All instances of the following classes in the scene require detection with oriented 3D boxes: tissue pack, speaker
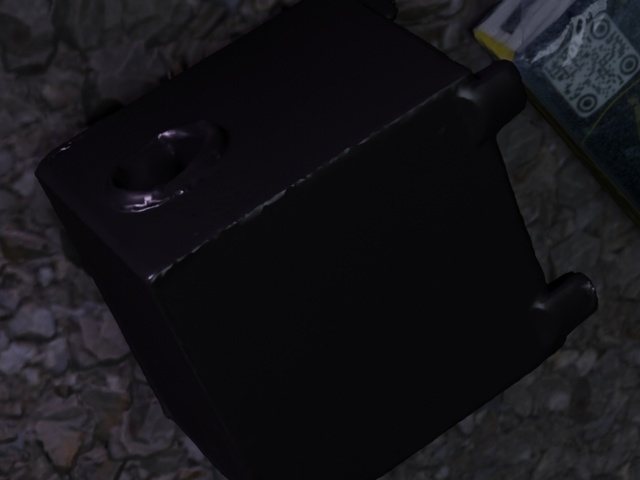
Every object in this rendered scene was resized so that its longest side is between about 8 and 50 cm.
[{"bbox_3d":[0.246,-0.119,1.292,0.185,0.081,0.257,-46,128,1],"label":"tissue pack"},{"bbox_3d":[0.000,0.000,1.160,0.254,0.184,0.232,-34,127,-13],"label":"speaker"}]
